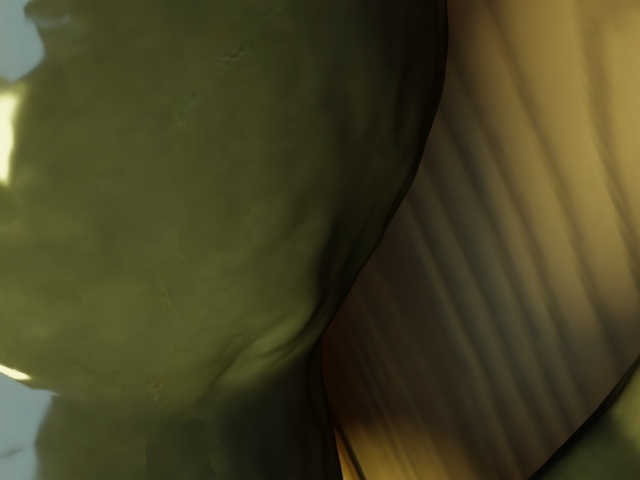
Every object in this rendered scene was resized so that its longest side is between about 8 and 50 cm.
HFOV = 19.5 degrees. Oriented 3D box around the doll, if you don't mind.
[{"bbox_3d":[0.003,-0.008,0.503,0.379,0.252,0.382,12,105,-10],"label":"doll"}]
